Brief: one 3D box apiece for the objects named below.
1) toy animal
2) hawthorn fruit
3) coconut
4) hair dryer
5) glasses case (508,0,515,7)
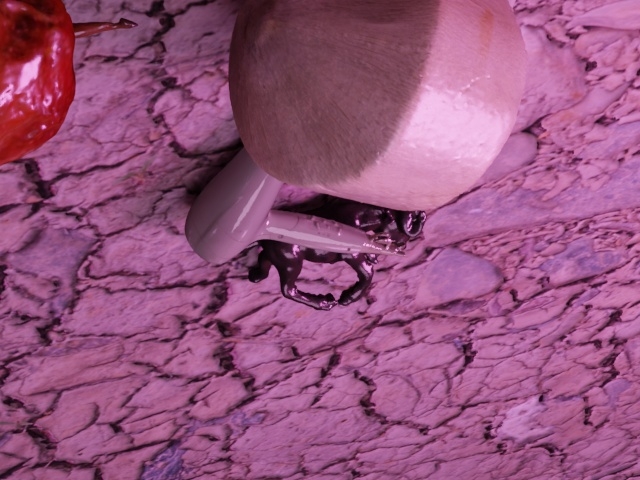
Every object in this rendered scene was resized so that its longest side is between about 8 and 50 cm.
[{"bbox_3d":[0.000,0.000,1.829,0.233,0.084,0.148,-9,132,-2],"label":"toy animal"},{"bbox_3d":[-0.267,-0.154,1.323,0.243,0.207,0.207,-14,150,-14],"label":"hawthorn fruit"},{"bbox_3d":[0.039,-0.151,1.426,0.266,0.237,0.237,11,140,-42],"label":"coconut"},{"bbox_3d":[0.001,-0.037,1.719,0.237,0.075,0.206,20,130,-25],"label":"hair dryer"},{"bbox_3d":[0.157,-0.247,1.496,0.041,0.063,0.164,-11,150,-15],"label":"glasses case"}]
